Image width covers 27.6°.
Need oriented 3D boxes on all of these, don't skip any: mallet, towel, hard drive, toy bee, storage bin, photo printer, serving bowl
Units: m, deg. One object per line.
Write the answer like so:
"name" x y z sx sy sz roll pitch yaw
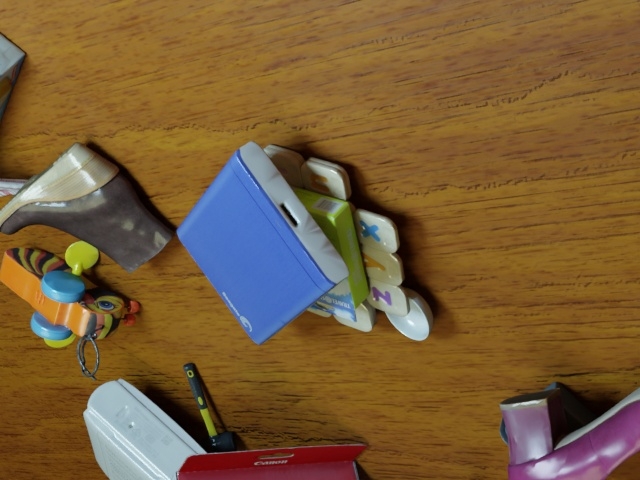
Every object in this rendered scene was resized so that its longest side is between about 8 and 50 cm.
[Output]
"mallet" -0.187 0.288 2.213 0.062 0.039 0.189 -10 116 -1
"towel" -0.553 -0.075 2.062 0.197 0.144 0.029 -6 88 41
"hard drive" -0.087 0.014 1.767 0.210 0.040 0.319 54 154 3
"toy bee" -0.389 0.115 2.121 0.195 0.162 0.298 -49 61 37
"storage bin" 0.323 0.257 1.747 0.135 0.098 0.091 41 114 -3
"photo printer" -0.292 0.399 2.296 0.256 0.107 0.307 38 155 18
"serving bowl" 0.124 0.095 1.775 0.083 0.027 0.083 34 147 26

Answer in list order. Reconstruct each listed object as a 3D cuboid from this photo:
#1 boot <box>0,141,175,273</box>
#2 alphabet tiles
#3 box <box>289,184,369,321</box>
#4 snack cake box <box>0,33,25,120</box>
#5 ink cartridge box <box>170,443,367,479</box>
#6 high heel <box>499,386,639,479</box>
"boot" -0.364 -0.018 1.977 0.248 0.090 0.207 -32 108 35
"alphabet tiles" 0.000 0.000 1.777 0.278 0.021 0.284 18 137 33
"box" 0.002 0.018 1.735 0.109 0.042 0.178 18 137 35
"snack cake box" -0.550 -0.226 1.942 0.152 0.089 0.264 38 142 -1
"ink cartridge box" -0.093 0.439 2.076 0.310 0.130 0.272 -1 148 -23
"high heel" 0.402 0.262 1.594 0.377 0.127 0.181 -12 93 39
